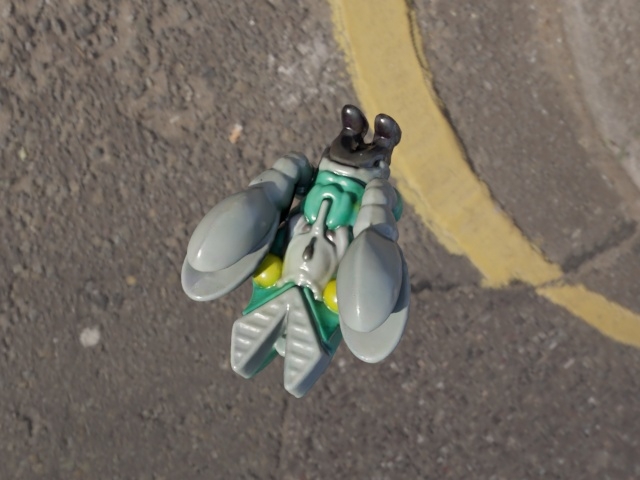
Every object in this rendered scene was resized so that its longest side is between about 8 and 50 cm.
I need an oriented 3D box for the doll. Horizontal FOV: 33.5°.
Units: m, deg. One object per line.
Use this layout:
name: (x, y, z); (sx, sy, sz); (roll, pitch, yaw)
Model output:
doll: (-0.020, 0.001, 0.936); (0.194, 0.258, 0.153); (-11, 157, 16)
